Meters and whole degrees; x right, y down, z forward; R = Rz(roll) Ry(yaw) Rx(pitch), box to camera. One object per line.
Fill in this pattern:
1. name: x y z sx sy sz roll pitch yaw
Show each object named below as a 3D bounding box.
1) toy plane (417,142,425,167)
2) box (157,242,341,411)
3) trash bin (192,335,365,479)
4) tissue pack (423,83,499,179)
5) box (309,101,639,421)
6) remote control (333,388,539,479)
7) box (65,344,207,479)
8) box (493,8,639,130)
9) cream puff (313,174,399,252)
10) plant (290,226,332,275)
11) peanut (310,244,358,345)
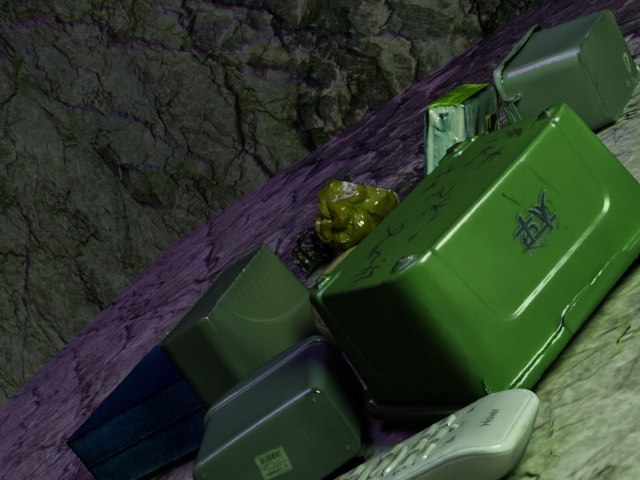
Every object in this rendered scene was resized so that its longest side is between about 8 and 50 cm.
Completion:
1. toy plane: 0.226 -0.126 1.755 0.108 0.092 0.286 -11 12 5
2. box: -0.081 0.128 1.364 0.138 0.178 0.274 -32 12 28
3. trash bin: -0.041 0.195 1.091 0.177 0.101 0.236 -33 5 4
4. tissue pack: 0.203 -0.124 1.454 0.073 0.173 0.235 2 15 20
5. box: 0.159 0.017 1.037 0.329 0.177 0.253 -42 10 -27
6. remote control: 0.051 0.220 0.872 0.313 0.055 0.109 -36 0 31
7. box: -0.197 0.216 1.537 0.261 0.116 0.279 -33 11 29
8. box: 0.380 -0.245 1.558 0.135 0.163 0.243 -18 19 38
9. cream puff: 0.064 -0.042 1.846 0.156 0.156 0.121 -41 53 -21
10. plant: 0.000 0.000 1.966 0.087 0.085 0.174 15 34 25
11. peanut: 0.093 0.050 1.270 0.224 0.129 0.129 -27 13 18
